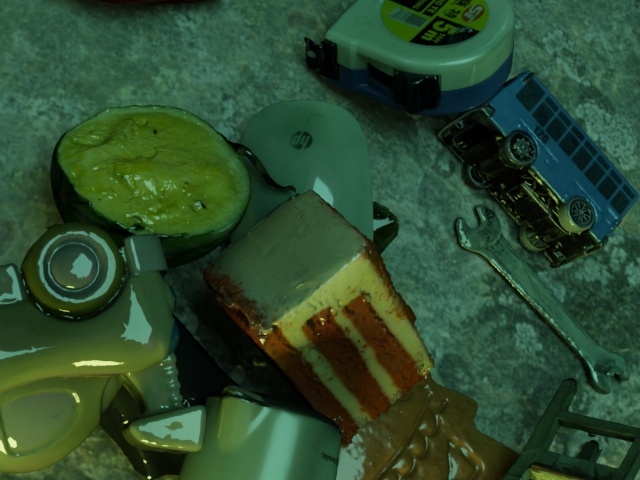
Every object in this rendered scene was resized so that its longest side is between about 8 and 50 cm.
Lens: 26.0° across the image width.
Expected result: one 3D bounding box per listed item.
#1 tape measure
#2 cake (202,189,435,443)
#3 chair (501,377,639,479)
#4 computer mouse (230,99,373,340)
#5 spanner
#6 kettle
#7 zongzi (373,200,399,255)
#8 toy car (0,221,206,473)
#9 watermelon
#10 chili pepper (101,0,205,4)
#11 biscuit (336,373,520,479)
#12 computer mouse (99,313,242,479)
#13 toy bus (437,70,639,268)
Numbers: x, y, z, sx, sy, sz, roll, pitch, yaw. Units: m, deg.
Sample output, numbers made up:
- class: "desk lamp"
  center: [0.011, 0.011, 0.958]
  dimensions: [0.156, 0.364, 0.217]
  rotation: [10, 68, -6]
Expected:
- class: "tape measure"
  center: [0.162, -0.287, 1.719]
  dimensions: [0.215, 0.098, 0.351]
  rotation: [25, 54, 24]
- class: "cake"
  center: [0.023, 0.095, 1.423]
  dimensions: [0.158, 0.159, 0.262]
  rotation: [-40, 107, -3]
- class: "chair"
  center: [0.293, 0.303, 1.566]
  dimensions: [0.270, 0.147, 0.136]
  rotation: [-50, 133, -32]
- class: "computer mouse"
  center: [-0.020, -0.023, 1.539]
  dimensions: [0.159, 0.097, 0.288]
  rotation: [2, 72, 1]
- class: "spanner"
  center: [0.278, 0.075, 1.735]
  dimensions: [0.302, 0.017, 0.071]
  rotation: [48, 60, -5]
- class: "kettle"
  center: [-0.064, 0.289, 1.400]
  dimensions: [0.240, 0.165, 0.255]
  rotation: [38, 61, -58]
- class: "zongzi"
  center: [0.000, 0.000, 1.612]
  dimensions: [0.130, 0.062, 0.154]
  rotation: [38, 75, 12]
- class: "toy car"
  center: [-0.291, 0.126, 1.265]
  dimensions: [0.336, 0.242, 0.226]
  rotation: [-15, 84, -13]
- class: "watermelon"
  center: [-0.180, -0.045, 1.469]
  dimensions: [0.204, 0.127, 0.232]
  rotation: [39, 40, 21]
- class: "chili pepper"
  center: [-0.215, -0.327, 1.577]
  dimensions: [0.252, 0.136, 0.144]
  rotation: [-18, 127, -21]
- class: "biscuit"
  center: [0.094, 0.241, 1.570]
  dimensions: [0.284, 0.043, 0.306]
  rotation: [-26, 87, -31]
- class: "computer mouse"
  center: [-0.186, 0.132, 1.443]
  dimensions: [0.264, 0.088, 0.147]
  rotation: [50, 61, -8]
- class: "toy bus"
  center: [0.274, -0.095, 1.734]
  dimensions: [0.234, 0.116, 0.133]
  rotation: [48, 61, -7]
